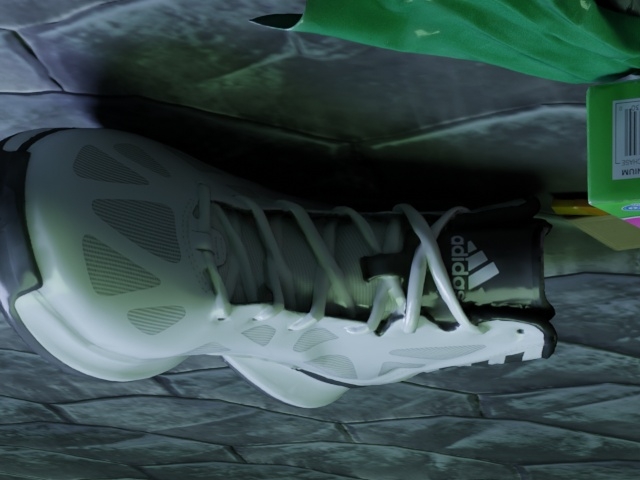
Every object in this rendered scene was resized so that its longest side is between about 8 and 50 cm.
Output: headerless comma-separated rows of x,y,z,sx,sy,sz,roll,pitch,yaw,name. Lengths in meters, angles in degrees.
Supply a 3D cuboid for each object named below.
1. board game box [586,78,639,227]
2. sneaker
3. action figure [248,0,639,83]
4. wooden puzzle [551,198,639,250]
0.316,-0.030,1.004,0.242,0.064,0.316,-5,168,31,board game box
0.000,-0.001,1.194,0.257,0.169,0.447,-14,162,29,sneaker
0.097,-0.115,0.896,0.232,0.063,0.137,12,161,-39,action figure
0.211,-0.010,1.265,0.078,0.014,0.116,0,161,33,wooden puzzle
